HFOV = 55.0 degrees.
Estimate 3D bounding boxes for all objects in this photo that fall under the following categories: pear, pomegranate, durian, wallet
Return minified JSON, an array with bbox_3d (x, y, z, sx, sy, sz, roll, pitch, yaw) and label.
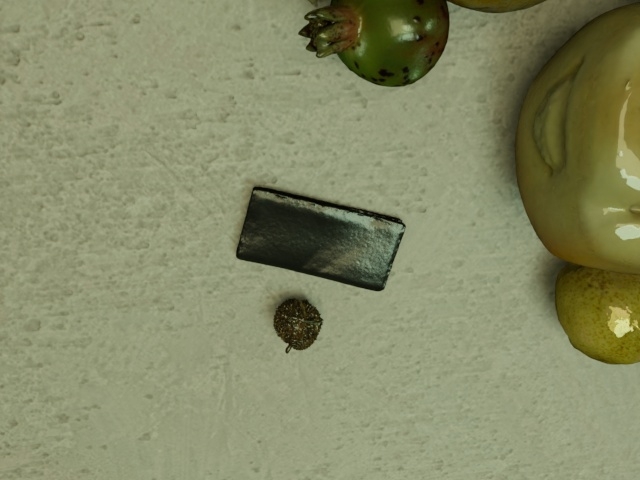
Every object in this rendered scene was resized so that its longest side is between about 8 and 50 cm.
[{"bbox_3d":[0.441,0.101,0.946,0.178,0.178,0.177,-1,111,-3],"label":"pear"},{"bbox_3d":[0.069,-0.269,0.772,0.205,0.159,0.159,-19,115,-32],"label":"pomegranate"},{"bbox_3d":[-0.039,0.135,0.973,0.080,0.080,0.091,27,86,-12],"label":"durian"},{"bbox_3d":[0.000,0.000,0.953,0.245,0.025,0.124,13,109,-10],"label":"wallet"}]

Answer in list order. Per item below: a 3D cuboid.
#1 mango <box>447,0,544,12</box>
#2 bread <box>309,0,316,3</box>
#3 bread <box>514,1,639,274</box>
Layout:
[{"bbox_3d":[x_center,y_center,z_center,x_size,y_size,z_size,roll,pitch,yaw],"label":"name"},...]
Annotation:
[{"bbox_3d":[0.199,-0.361,0.716,0.317,0.146,0.192,-20,77,-32],"label":"mango"},{"bbox_3d":[-0.002,-0.462,0.734,0.246,0.111,0.239,-43,108,11],"label":"bread"},{"bbox_3d":[0.459,-0.135,0.809,0.377,0.253,0.347,-3,104,-5],"label":"bread"}]
